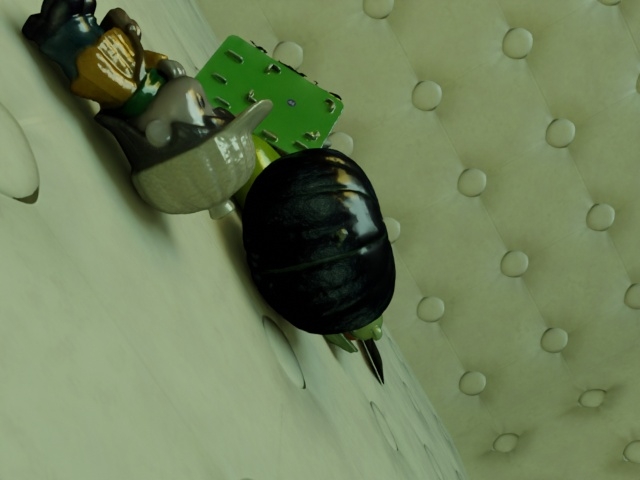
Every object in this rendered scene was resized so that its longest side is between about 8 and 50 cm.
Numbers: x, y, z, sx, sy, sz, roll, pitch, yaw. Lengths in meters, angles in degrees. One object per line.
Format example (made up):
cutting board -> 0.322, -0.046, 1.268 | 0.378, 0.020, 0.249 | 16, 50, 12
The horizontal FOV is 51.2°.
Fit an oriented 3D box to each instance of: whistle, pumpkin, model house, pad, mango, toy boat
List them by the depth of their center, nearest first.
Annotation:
pumpkin -> 0.000, 0.000, 1.305 | 0.363, 0.266, 0.363 | -19, 90, -81
mango -> -0.118, -0.109, 1.512 | 0.273, 0.149, 0.185 | 49, 21, -41
model house -> -0.177, -0.275, 1.668 | 0.358, 0.313, 0.242 | 30, 54, -6
toy boat -> 0.000, 0.160, 1.672 | 0.293, 0.055, 0.093 | 61, 5, 11
whistle -> 0.083, 0.207, 1.767 | 0.131, 0.106, 0.288 | 62, -21, -1
pad -> 0.129, 0.293, 2.145 | 0.323, 0.055, 0.250 | 55, 8, -44

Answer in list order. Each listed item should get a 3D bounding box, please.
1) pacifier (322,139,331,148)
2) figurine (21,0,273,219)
pacifier -> -0.087, -0.208, 2.121 | 0.299, 0.244, 0.233 | -28, 119, -83
figurine -> -0.233, -0.167, 0.881 | 0.332, 0.204, 0.185 | 30, 15, -13
